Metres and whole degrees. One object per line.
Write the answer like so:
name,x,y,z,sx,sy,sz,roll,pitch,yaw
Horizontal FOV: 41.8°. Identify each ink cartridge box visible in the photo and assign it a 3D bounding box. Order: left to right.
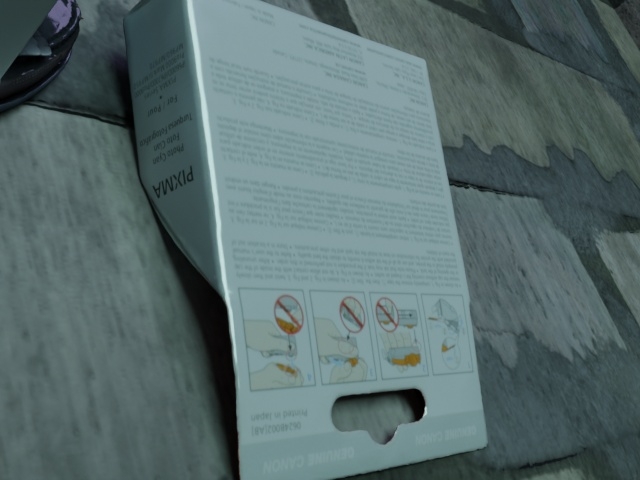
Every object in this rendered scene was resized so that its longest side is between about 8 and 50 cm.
ink cartridge box,0.000,0.000,0.716,0.308,0.091,0.385,5,72,-47

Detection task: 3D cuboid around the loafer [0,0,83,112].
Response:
loafer,-0.250,-0.134,0.508,0.109,0.095,0.302,54,35,3

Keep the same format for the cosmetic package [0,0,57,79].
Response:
cosmetic package,-0.288,-0.059,0.238,0.377,0.284,0.097,-14,69,-53
